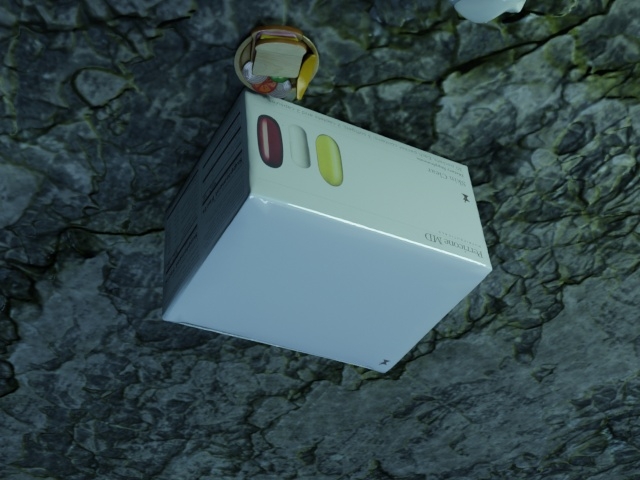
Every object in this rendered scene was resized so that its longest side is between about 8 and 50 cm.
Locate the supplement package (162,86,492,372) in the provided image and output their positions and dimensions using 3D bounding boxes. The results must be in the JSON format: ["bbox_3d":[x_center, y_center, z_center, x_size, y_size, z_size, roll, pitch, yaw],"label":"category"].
[{"bbox_3d":[0.000,0.000,0.977,0.262,0.145,0.204,16,136,-25],"label":"supplement package"}]

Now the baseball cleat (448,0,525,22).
[{"bbox_3d":[0.175,-0.253,0.754,0.206,0.072,0.109,-36,125,26],"label":"baseball cleat"}]

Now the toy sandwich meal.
[{"bbox_3d":[-0.038,-0.158,0.873,0.086,0.029,0.085,-3,140,-3],"label":"toy sandwich meal"}]
